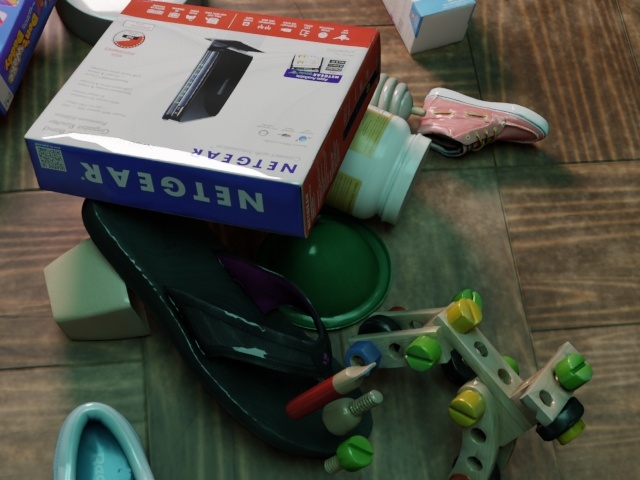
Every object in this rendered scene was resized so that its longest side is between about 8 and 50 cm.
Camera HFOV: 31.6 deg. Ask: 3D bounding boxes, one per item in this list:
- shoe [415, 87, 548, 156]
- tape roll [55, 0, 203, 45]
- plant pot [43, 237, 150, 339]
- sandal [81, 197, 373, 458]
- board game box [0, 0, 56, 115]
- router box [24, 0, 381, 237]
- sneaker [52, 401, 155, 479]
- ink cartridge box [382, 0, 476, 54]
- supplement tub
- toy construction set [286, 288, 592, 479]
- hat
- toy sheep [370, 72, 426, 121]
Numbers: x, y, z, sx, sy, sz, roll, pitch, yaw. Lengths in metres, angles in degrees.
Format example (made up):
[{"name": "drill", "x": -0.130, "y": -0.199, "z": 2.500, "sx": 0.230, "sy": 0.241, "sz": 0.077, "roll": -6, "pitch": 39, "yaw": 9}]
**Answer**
[{"name": "shoe", "x": 0.223, "y": -0.150, "z": 1.573, "sx": 0.178, "sy": 0.063, "sz": 0.081, "roll": 16, "pitch": 63, "yaw": 8}, {"name": "tape roll", "x": -0.276, "y": -0.378, "z": 1.624, "sx": 0.219, "sy": 0.072, "sz": 0.219, "roll": 3, "pitch": 63, "yaw": -5}, {"name": "plant pot", "x": -0.276, "y": 0.064, "z": 1.382, "sx": 0.096, "sy": 0.109, "sz": 0.109, "roll": -18, "pitch": 66, "yaw": -2}, {"name": "sandal", "x": -0.100, "y": 0.080, "z": 1.325, "sx": 0.446, "sy": 0.107, "sz": 0.167, "roll": 46, "pitch": 42, "yaw": -1}, {"name": "board game box", "x": -0.546, "y": -0.320, "z": 1.516, "sx": 0.347, "sy": 0.078, "sz": 0.233, "roll": 14, "pitch": 69, "yaw": 10}, {"name": "router box", "x": -0.127, "y": -0.157, "z": 1.346, "sx": 0.335, "sy": 0.082, "sz": 0.301, "roll": 10, "pitch": 46, "yaw": 14}, {"name": "sneaker", "x": -0.221, "y": 0.345, "z": 1.212, "sx": 0.135, "sy": 0.150, "sz": 0.366, "roll": -17, "pitch": 66, "yaw": -14}, {"name": "ink cartridge box", "x": 0.149, "y": -0.363, "z": 1.654, "sx": 0.090, "sy": 0.092, "sz": 0.143, "roll": -17, "pitch": 67, "yaw": -15}, {"name": "supplement tub", "x": 0.031, "y": -0.115, "z": 1.483, "sx": 0.199, "sy": 0.144, "sz": 0.144, "roll": 24, "pitch": 63, "yaw": 6}, {"name": "toy construction set", "x": 0.151, "y": 0.153, "z": 1.253, "sx": 0.309, "sy": 0.237, "sz": 0.257, "roll": -1, "pitch": 65, "yaw": -40}, {"name": "hat", "x": 0.000, "y": 0.000, "z": 1.397, "sx": 0.208, "sy": 0.183, "sz": 0.173, "roll": -23, "pitch": 66, "yaw": -17}, {"name": "toy sheep", "x": 0.081, "y": -0.187, "z": 1.561, "sx": 0.132, "sy": 0.091, "sz": 0.091, "roll": 16, "pitch": 62, "yaw": 7}]
